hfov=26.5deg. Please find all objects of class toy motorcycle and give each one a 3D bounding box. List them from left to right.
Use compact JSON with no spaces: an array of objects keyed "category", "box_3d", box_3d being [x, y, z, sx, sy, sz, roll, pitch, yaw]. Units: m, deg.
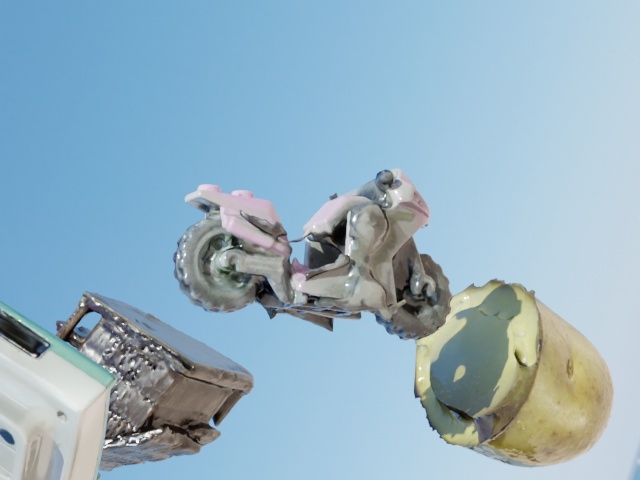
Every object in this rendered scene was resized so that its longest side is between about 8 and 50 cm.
[{"category":"toy motorcycle","box_3d":[0.000,0.000,1.453,0.143,0.327,0.188,-19,64,60]}]

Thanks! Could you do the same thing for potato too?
[{"category":"potato","box_3d":[0.261,0.184,1.732,0.285,0.242,0.242,5,74,67]}]

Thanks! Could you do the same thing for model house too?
[{"category":"model house","box_3d":[-0.339,0.288,2.465,0.282,0.297,0.317,-59,-26,3]}]

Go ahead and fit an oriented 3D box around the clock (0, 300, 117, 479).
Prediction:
[{"category":"clock","box_3d":[-0.356,0.171,1.427,0.116,0.262,0.231,-51,-14,-41]}]
